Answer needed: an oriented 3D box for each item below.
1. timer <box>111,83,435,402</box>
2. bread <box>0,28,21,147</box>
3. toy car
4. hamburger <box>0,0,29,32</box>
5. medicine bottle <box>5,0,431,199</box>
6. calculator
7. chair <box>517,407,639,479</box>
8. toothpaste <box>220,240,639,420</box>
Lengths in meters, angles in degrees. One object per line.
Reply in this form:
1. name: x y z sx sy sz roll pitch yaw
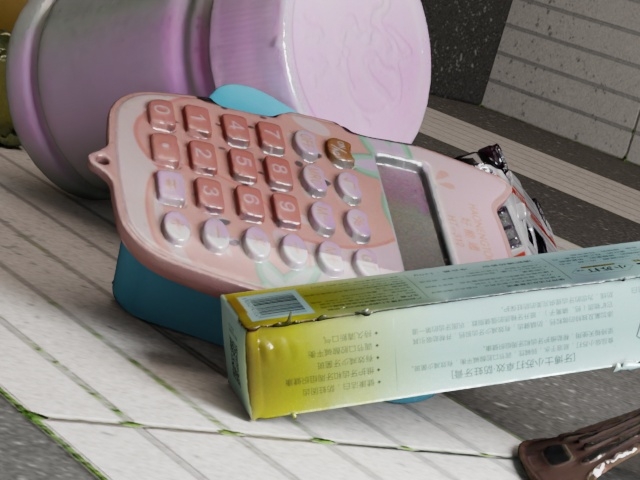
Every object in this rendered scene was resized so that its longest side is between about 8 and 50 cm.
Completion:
1. timer: 0.000 0.000 1.360 0.250 0.091 0.232 21 31 7
2. bread: -0.342 -0.163 1.900 0.103 0.110 0.156 5 13 -29
3. toy car: 0.142 0.004 1.565 0.089 0.108 0.209 -21 -26 14
4. hamburger: -0.438 -0.359 2.051 0.395 0.396 0.277 11 -2 -30
5. medicine bottle: -0.091 -0.148 1.614 0.325 0.212 0.212 -5 -7 39
6. calculator: -0.005 -0.015 1.295 0.329 0.048 0.220 14 37 -20
7. chair: 0.313 0.142 1.198 0.326 0.183 0.175 -28 10 4
8. toothpaste: 0.098 0.050 1.181 0.313 0.071 0.089 -8 14 -12
